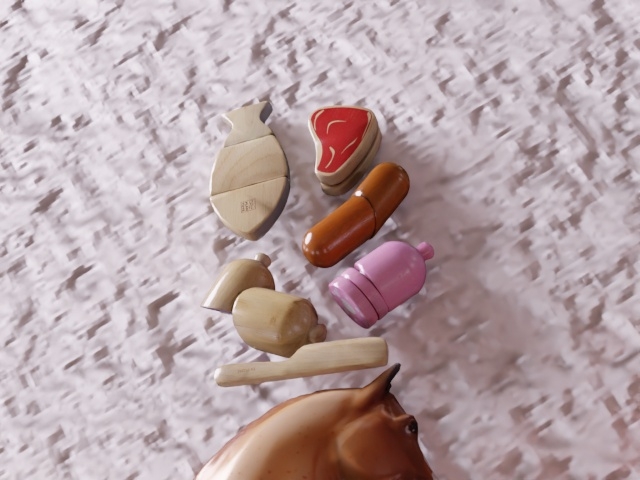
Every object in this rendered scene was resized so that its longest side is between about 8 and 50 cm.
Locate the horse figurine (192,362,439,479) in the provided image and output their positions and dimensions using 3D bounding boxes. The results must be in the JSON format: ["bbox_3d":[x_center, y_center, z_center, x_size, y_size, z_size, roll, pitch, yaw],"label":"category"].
[{"bbox_3d":[-0.059,0.153,0.497,0.263,0.066,0.174,-28,62,-4],"label":"horse figurine"}]

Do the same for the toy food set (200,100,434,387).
[{"bbox_3d":[0.000,0.000,0.604,0.078,0.019,0.122,-9,48,15],"label":"toy food set"}]
